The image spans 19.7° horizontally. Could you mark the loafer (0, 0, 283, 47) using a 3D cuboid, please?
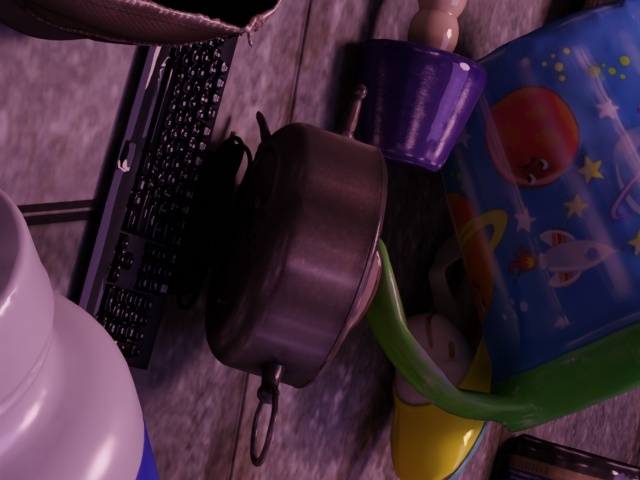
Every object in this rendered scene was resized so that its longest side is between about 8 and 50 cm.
[{"bbox_3d":[-0.108,-0.155,0.615,0.366,0.130,0.133,19,85,-66],"label":"loafer"}]

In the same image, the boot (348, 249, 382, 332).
[{"bbox_3d":[0.000,0.000,1.057,0.087,0.042,0.118,-7,108,-58],"label":"boot"}]

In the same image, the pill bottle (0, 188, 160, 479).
[{"bbox_3d":[-0.131,0.109,0.678,0.152,0.152,0.272,-56,150,-39],"label":"pill bottle"}]

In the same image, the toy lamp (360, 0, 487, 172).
[{"bbox_3d":[0.078,-0.177,1.087,0.080,0.080,0.274,22,80,-66],"label":"toy lamp"}]

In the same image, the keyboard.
[{"bbox_3d":[-0.064,-0.030,0.895,0.100,0.038,0.192,22,83,-66],"label":"keyboard"}]

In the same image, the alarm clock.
[{"bbox_3d":[-0.019,0.022,0.921,0.129,0.064,0.192,130,-29,-57],"label":"alarm clock"}]

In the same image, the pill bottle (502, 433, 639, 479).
[{"bbox_3d":[0.191,0.280,1.519,0.123,0.123,0.219,25,80,-66],"label":"pill bottle"}]

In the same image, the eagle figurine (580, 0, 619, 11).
[{"bbox_3d":[0.265,-0.257,1.378,0.298,0.225,0.226,-27,88,-23],"label":"eagle figurine"}]

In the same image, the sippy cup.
[{"bbox_3d":[0.181,-0.024,1.172,0.305,0.240,0.224,-16,81,-53],"label":"sippy cup"}]

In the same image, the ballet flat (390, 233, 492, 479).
[{"bbox_3d":[0.090,0.061,1.259,0.077,0.077,0.231,55,46,-32],"label":"ballet flat"}]
